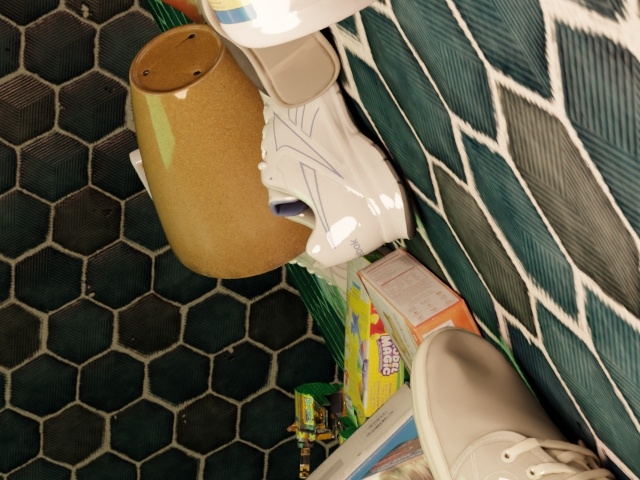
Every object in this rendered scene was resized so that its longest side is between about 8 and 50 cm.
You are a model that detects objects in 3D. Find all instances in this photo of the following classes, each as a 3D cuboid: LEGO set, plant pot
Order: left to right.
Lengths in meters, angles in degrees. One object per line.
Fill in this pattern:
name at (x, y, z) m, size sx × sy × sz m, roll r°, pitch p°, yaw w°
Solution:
plant pot at (-0.122, -0.125, 1.763) m, size 0.237 × 0.237 × 0.254 m, roll 55°, pitch 175°, yaw 46°
LEGO set at (0.096, 0.310, 1.980) m, size 0.331 × 0.255 × 0.192 m, roll -160°, pitch 66°, yaw -65°

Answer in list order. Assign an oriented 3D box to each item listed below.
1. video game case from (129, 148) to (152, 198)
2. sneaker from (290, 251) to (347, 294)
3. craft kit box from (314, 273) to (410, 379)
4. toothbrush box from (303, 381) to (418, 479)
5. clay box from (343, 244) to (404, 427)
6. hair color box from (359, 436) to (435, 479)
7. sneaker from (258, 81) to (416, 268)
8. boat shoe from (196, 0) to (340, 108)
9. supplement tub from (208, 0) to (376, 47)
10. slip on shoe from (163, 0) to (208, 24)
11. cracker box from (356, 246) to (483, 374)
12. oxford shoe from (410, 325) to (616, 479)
video game case at (-0.121, -0.098, 2.008) m, size 0.206 × 0.227 × 0.026 m, roll 68°, pitch 178°, yaw -55°
sneaker at (0.000, 0.000, 2.010) m, size 0.110 × 0.118 × 0.292 m, roll 51°, pitch 171°, yaw 51°
craft kit box at (0.055, 0.097, 2.353) m, size 0.246 × 0.061 × 0.250 m, roll 61°, pitch 176°, yaw 27°
toothbrush box at (0.134, 0.350, 1.745) m, size 0.295 × 0.216 × 0.126 m, roll 46°, pitch 178°, yaw -9°
clay box at (0.067, 0.124, 1.846) m, size 0.127 × 0.053 × 0.222 m, roll -138°, pitch 47°, yaw -74°
hair color box at (0.204, 0.349, 1.520) m, size 0.347 × 0.174 × 0.105 m, roll 60°, pitch -148°, yaw 0°
sneaker at (-0.017, -0.099, 1.554) m, size 0.297 × 0.129 × 0.111 m, roll 59°, pitch 177°, yaw 32°
boat shoe at (-0.067, -0.237, 1.383) m, size 0.095 × 0.112 × 0.335 m, roll 53°, pitch 175°, yaw 27°
supplement tub at (-0.033, -0.233, 0.893) m, size 0.199 × 0.144 × 0.144 m, roll 63°, pitch 174°, yaw -20°
slip on shoe at (-0.170, -0.331, 1.918) m, size 0.331 × 0.101 × 0.123 m, roll 57°, pitch 172°, yaw 21°
cracker box at (0.127, 0.113, 1.660) m, size 0.156 × 0.067 × 0.232 m, roll 62°, pitch 175°, yaw -18°
oxford shoe at (0.212, 0.237, 1.291) m, size 0.130 × 0.169 × 0.449 m, roll -59°, pitch 39°, yaw 35°
